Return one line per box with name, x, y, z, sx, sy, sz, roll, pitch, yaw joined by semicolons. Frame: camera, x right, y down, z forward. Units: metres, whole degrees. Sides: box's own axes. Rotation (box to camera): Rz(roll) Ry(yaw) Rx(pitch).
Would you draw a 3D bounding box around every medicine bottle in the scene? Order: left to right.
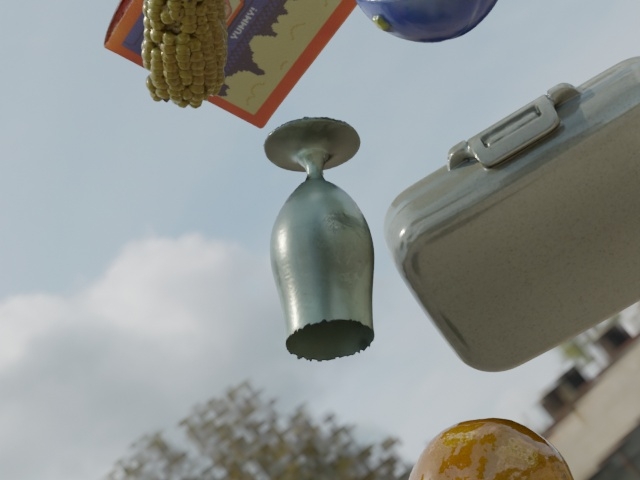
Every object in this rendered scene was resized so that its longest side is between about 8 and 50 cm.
medicine bottle;0.270;-0.023;1.877;0.375;0.123;0.282;-30;-59;9

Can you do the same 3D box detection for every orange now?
orange;0.148;0.235;1.491;0.159;0.159;0.136;-52;-11;34

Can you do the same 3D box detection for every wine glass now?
wine glass;0.000;0.000;1.479;0.093;0.202;0.093;-4;-31;-2

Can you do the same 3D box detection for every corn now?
corn;-0.135;-0.251;1.686;0.097;0.097;0.320;-29;-34;-26

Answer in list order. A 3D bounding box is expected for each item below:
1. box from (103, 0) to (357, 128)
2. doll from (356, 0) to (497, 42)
box;-0.083;-0.400;2.212;0.318;0.257;0.349;-49;20;46
doll;0.119;-0.288;1.444;0.159;0.243;0.311;-4;8;-33
